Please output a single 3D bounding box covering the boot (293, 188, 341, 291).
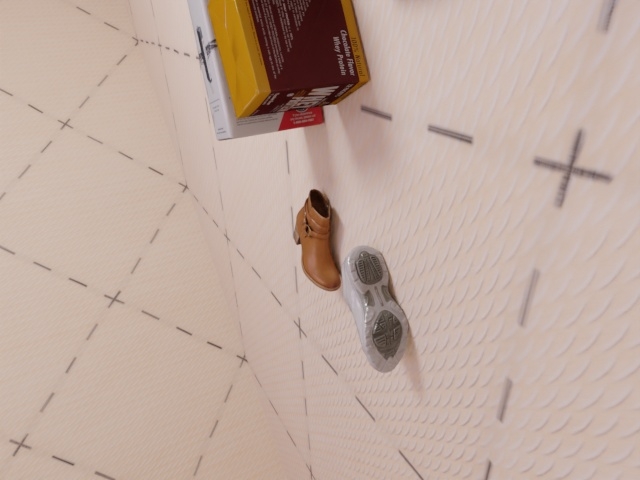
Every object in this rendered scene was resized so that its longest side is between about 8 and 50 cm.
[{"bbox_3d":[0.000,0.000,0.936,0.197,0.072,0.152,58,147,26],"label":"boot"}]

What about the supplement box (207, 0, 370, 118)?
[{"bbox_3d":[-0.053,-0.319,0.693,0.129,0.193,0.192,-5,101,65],"label":"supplement box"}]

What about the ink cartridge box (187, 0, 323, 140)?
[{"bbox_3d":[-0.122,-0.345,0.822,0.114,0.196,0.273,21,123,61],"label":"ink cartridge box"}]

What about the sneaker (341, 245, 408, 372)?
[{"bbox_3d":[0.095,0.130,0.816,0.115,0.090,0.233,140,120,-71],"label":"sneaker"}]
